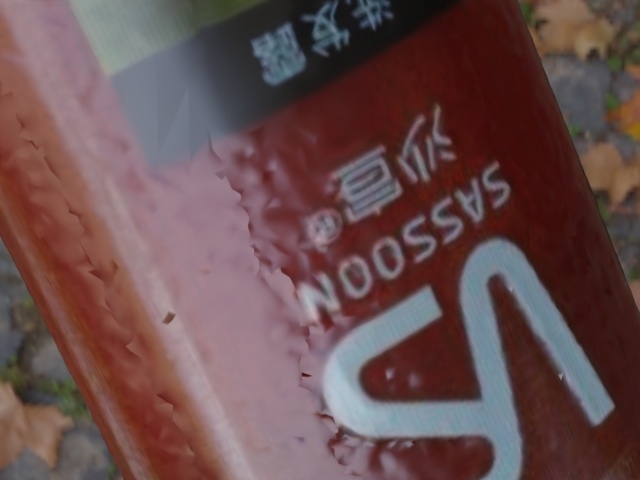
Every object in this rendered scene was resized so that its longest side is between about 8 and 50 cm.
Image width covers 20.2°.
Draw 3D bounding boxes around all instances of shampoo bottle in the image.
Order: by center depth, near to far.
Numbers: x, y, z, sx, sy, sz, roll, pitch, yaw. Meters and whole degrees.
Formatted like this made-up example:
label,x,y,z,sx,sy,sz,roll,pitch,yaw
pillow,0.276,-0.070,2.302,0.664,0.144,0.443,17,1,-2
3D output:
label,x,y,z,sx,sy,sz,roll,pitch,yaw
shampoo bottle,0.000,0.000,0.357,0.118,0.314,0.076,-33,19,-30
